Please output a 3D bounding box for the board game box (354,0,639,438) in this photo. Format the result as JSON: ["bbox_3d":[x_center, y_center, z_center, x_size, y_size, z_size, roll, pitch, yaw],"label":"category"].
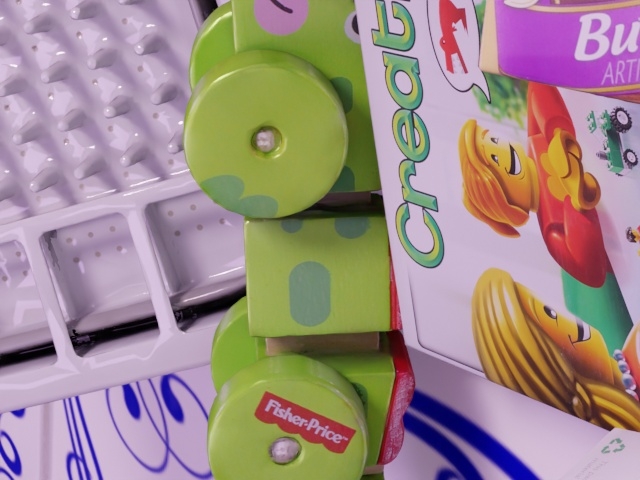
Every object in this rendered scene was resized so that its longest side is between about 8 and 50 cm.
[{"bbox_3d":[0.088,-0.081,0.508,0.193,0.053,0.305,20,126,50],"label":"board game box"}]

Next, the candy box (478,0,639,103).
[{"bbox_3d":[0.135,-0.080,0.370,0.187,0.053,0.109,15,122,22],"label":"candy box"}]

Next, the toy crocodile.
[{"bbox_3d":[0.000,0.000,0.650,0.115,0.105,0.340,-99,6,-72],"label":"toy crocodile"}]

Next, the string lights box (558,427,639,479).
[{"bbox_3d":[0.128,0.209,0.514,0.077,0.133,0.259,7,128,56],"label":"string lights box"}]

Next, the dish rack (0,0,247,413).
[{"bbox_3d":[-0.160,-0.088,0.749,0.286,0.072,0.332,-14,103,15],"label":"dish rack"}]
